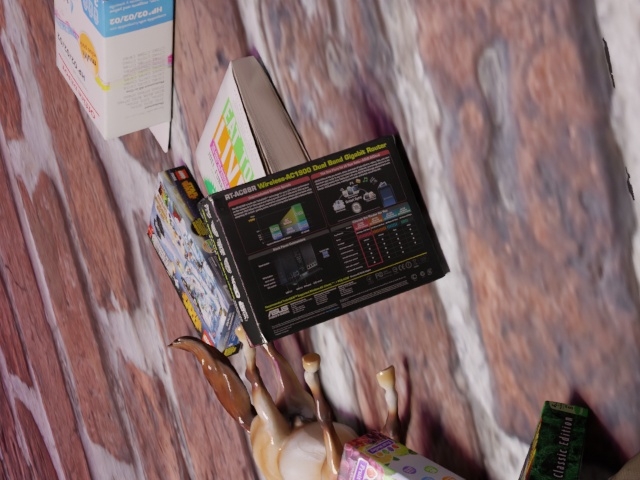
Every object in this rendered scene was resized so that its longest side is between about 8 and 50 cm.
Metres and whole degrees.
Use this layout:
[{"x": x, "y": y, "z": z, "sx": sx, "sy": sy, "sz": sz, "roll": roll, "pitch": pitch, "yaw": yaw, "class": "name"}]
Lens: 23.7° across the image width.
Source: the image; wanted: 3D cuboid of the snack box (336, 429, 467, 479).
[{"x": 0.048, "y": 0.205, "z": 0.962, "sx": 0.100, "sy": 0.037, "sz": 0.141, "roll": 25, "pitch": 114, "yaw": 29, "class": "snack box"}]

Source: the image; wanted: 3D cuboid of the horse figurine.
[{"x": -0.007, "y": 0.137, "z": 1.081, "sx": 0.263, "sy": 0.066, "sz": 0.174, "roll": 25, "pitch": 134, "yaw": 50, "class": "horse figurine"}]

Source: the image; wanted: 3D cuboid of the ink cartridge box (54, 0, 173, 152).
[{"x": -0.167, "y": -0.157, "z": 1.224, "sx": 0.104, "sy": 0.061, "sz": 0.181, "roll": 54, "pitch": 152, "yaw": 35, "class": "ink cartridge box"}]

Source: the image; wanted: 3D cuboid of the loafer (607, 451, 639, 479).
[{"x": 0.153, "y": 0.197, "z": 0.746, "sx": 0.094, "sy": 0.087, "sz": 0.251, "roll": 43, "pitch": 144, "yaw": 49, "class": "loafer"}]

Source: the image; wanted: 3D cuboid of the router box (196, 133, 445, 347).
[{"x": 0.000, "y": 0.000, "z": 0.893, "sx": 0.092, "sy": 0.122, "sz": 0.038, "roll": 70, "pitch": 162, "yaw": 2, "class": "router box"}]

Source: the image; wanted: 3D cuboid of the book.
[{"x": -0.053, "y": -0.056, "z": 1.092, "sx": 0.144, "sy": 0.035, "sz": 0.096, "roll": 121, "pitch": 131, "yaw": -63, "class": "book"}]

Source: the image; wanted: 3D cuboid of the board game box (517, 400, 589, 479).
[{"x": 0.102, "y": 0.219, "z": 0.852, "sx": 0.260, "sy": 0.030, "sz": 0.136, "roll": 98, "pitch": -174, "yaw": -47, "class": "board game box"}]

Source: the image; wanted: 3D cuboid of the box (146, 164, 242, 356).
[{"x": -0.100, "y": 0.019, "z": 1.253, "sx": 0.137, "sy": 0.027, "sz": 0.094, "roll": 60, "pitch": 153, "yaw": 24, "class": "box"}]
